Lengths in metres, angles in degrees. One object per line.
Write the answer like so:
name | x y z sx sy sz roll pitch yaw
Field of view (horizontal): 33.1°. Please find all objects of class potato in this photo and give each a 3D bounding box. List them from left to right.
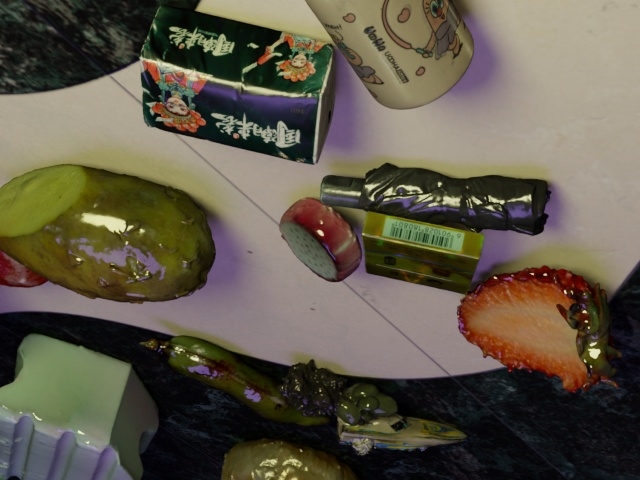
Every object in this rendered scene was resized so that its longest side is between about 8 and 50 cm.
potato | -0.264 -0.006 1.246 0.298 0.141 0.176 6 139 15

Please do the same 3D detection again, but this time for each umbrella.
umbrella | 0.113 -0.045 1.095 0.236 0.059 0.066 8 128 17

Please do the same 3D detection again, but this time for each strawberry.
strawberry | 0.250 0.078 1.226 0.208 0.087 0.167 21 139 46

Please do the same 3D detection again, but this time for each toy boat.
toy boat | 0.119 0.286 1.621 0.210 0.084 0.066 6 113 -6

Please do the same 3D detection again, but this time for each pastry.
pastry | -0.054 0.438 1.889 0.257 0.120 0.235 2 146 21

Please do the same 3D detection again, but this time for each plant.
plant | 0.024 0.226 1.557 0.174 0.087 0.085 16 -175 -6

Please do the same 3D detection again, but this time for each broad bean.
broad bean | -0.117 0.212 1.609 0.339 0.061 0.077 33 152 -25

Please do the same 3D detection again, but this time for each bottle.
bottle | 0.033 -0.205 0.840 0.209 0.097 0.110 49 179 -41

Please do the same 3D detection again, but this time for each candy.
candy | 0.000 0.000 1.194 0.103 0.043 0.103 37 155 20

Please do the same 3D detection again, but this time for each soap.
soap | -0.425 0.336 1.860 0.262 0.156 0.446 20 149 -7

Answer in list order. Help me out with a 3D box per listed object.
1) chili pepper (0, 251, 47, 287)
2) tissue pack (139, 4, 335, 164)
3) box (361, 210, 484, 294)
chili pepper | -0.455 -0.010 1.381 0.253 0.144 0.136 19 -167 -24
tissue pack | -0.073 -0.141 0.987 0.170 0.090 0.103 12 146 5
box | 0.108 0.016 1.165 0.122 0.030 0.193 12 167 7
